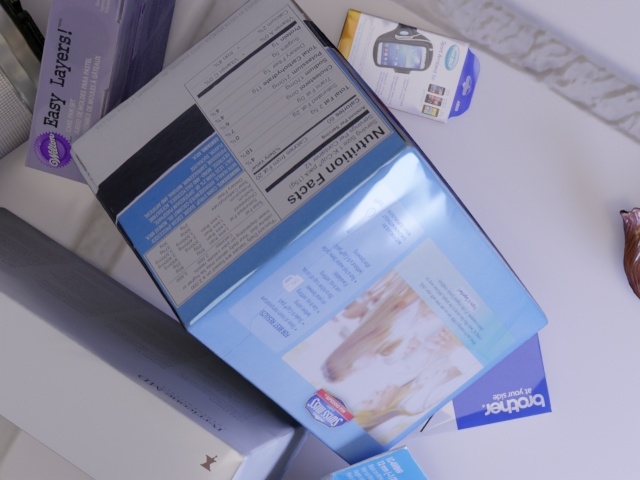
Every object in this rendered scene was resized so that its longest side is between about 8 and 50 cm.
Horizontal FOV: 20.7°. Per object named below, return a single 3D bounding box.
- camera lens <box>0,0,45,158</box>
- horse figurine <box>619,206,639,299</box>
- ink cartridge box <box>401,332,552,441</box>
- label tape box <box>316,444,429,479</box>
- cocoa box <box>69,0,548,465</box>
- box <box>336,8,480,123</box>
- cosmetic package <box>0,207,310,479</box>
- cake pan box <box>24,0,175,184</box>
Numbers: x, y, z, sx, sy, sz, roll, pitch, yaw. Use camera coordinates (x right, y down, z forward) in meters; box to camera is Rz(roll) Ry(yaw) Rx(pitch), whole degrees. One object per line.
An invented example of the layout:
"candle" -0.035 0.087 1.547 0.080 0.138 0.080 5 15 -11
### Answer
"camera lens" -0.385 -0.135 1.558 0.274 0.219 0.219 -37 94 -8
"horse figurine" 0.397 0.040 1.663 0.263 0.066 0.175 12 90 -3
"ink cartridge box" 0.111 0.135 1.685 0.207 0.046 0.097 -11 97 2
"label tape box" -0.034 0.341 1.603 0.347 0.249 0.115 -24 59 4
"cocoa box" 0.000 0.000 1.494 0.231 0.347 0.228 -39 54 3
"box" 0.081 -0.164 1.665 0.136 0.028 0.081 16 96 -3
"cosmetic package" -0.205 0.103 1.533 0.377 0.284 0.097 33 95 10
"cake pan box" -0.175 -0.209 1.519 0.070 0.246 0.267 17 121 4
